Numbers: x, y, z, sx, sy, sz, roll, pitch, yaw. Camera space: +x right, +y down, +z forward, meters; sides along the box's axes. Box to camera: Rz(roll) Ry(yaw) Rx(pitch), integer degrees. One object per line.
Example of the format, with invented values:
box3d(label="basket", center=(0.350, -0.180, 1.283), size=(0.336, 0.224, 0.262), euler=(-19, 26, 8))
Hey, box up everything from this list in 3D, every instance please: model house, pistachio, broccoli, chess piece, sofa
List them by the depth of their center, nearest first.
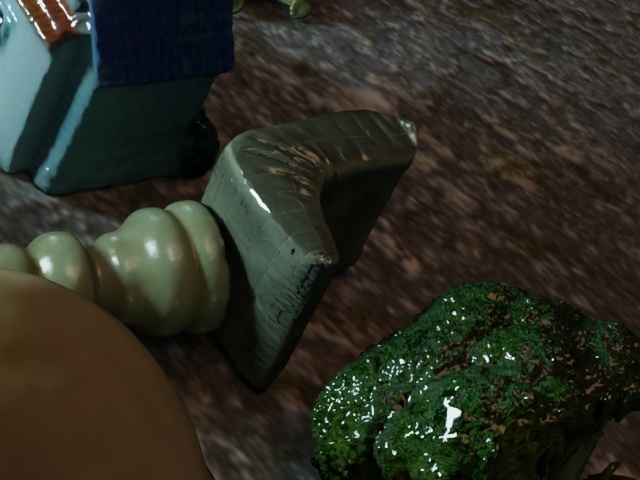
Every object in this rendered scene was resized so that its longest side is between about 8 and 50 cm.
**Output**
box3d(label="pistachio", center=(-0.197, 0.200, 0.761), size=(0.445, 0.281, 0.365), euler=(48, 11, 23))
box3d(label="broccoli", center=(0.160, 0.176, 1.019), size=(0.321, 0.304, 0.283), euler=(-16, 90, -18))
box3d(label="chess piece", center=(-0.218, 0.038, 1.050), size=(0.243, 0.133, 0.133), euler=(-7, 52, -28))
box3d(label="sofa", center=(0.000, 0.000, 1.140), size=(0.225, 0.210, 0.176), euler=(-15, 56, -39))
box3d(label="model house", center=(-0.228, -0.257, 1.184), size=(0.252, 0.329, 0.295), euler=(-16, 59, -35))

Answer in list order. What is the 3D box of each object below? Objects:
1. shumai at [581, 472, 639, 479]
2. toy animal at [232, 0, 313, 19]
box3d(label="shumai", center=(0.284, 0.283, 1.096), size=(0.099, 0.124, 0.087), euler=(14, 58, 23))
box3d(label="toy animal", center=(-0.116, -0.363, 1.541), size=(0.219, 0.103, 0.101), euler=(-5, 32, -30))
